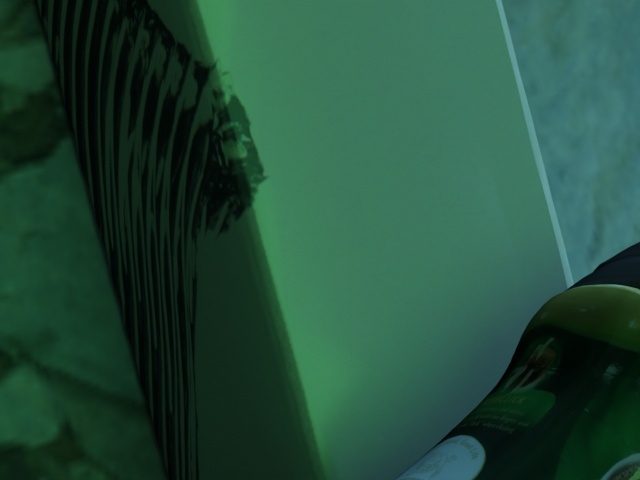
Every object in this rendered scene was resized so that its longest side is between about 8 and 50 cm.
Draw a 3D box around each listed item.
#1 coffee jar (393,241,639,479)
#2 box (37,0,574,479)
[{"bbox_3d":[0.051,0.082,0.405,0.184,0.079,0.096,-40,100,-21],"label":"coffee jar"},{"bbox_3d":[0.000,0.000,0.491,0.094,0.113,0.275,-16,92,-27],"label":"box"}]
